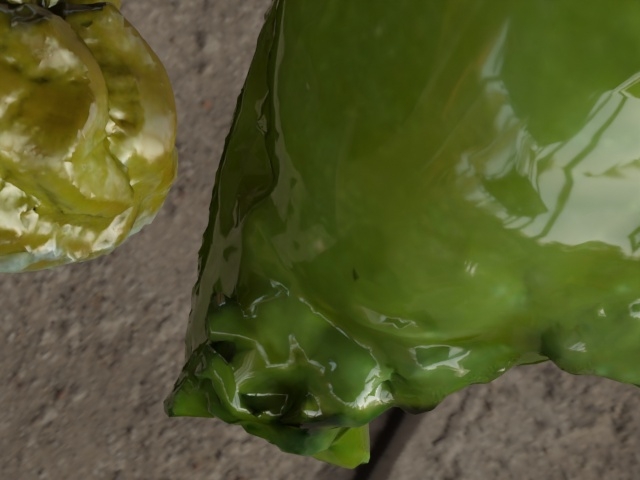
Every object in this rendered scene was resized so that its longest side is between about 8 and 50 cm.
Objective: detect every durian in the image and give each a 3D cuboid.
[{"bbox_3d":[0.111,-0.075,0.394,0.255,0.340,0.204,17,17,5],"label":"durian"}]

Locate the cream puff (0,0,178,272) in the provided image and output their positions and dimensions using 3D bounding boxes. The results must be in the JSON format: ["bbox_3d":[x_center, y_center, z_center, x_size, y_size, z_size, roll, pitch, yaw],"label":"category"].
[{"bbox_3d":[-0.278,-0.155,1.065,0.378,0.275,0.378,22,15,-6],"label":"cream puff"}]

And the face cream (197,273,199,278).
[{"bbox_3d":[0.000,0.000,1.350,0.201,0.201,0.187,30,78,-19],"label":"face cream"}]
